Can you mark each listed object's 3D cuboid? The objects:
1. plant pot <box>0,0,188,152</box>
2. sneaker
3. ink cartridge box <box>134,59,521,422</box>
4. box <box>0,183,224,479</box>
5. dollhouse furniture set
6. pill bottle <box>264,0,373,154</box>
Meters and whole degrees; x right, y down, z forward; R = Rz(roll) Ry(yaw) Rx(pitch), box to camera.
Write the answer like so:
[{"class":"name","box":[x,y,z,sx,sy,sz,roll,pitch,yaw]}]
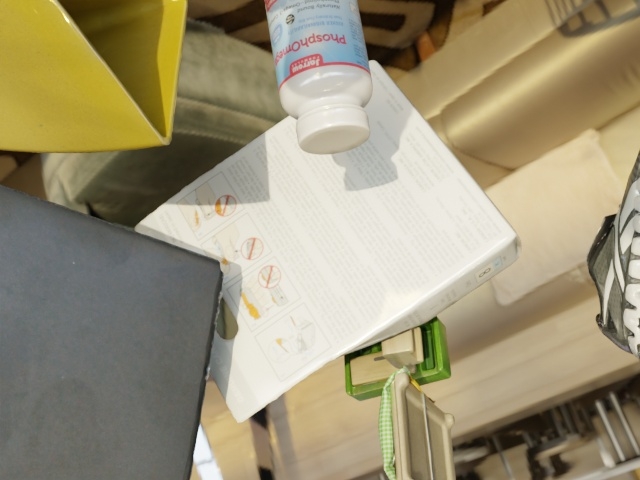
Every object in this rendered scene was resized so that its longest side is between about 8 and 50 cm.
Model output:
[{"class":"plant pot","box":[-0.252,-0.196,0.678,0.187,0.212,0.212,-14,141,15]},{"class":"sneaker","box":[0.292,-0.004,0.739,0.078,0.234,0.106,0,-172,-20]},{"class":"ink cartridge box","box":[0.000,0.000,0.998,0.385,0.308,0.091,-35,155,3]},{"class":"box","box":[-0.447,0.120,0.870,0.480,0.297,0.472,22,155,-38]},{"class":"dollhouse furniture set","box":[0.079,0.222,1.066,0.151,0.301,0.197,-16,145,22]},{"class":"pill bottle","box":[0.001,-0.165,0.742,0.087,0.160,0.087,-9,164,-3]}]
